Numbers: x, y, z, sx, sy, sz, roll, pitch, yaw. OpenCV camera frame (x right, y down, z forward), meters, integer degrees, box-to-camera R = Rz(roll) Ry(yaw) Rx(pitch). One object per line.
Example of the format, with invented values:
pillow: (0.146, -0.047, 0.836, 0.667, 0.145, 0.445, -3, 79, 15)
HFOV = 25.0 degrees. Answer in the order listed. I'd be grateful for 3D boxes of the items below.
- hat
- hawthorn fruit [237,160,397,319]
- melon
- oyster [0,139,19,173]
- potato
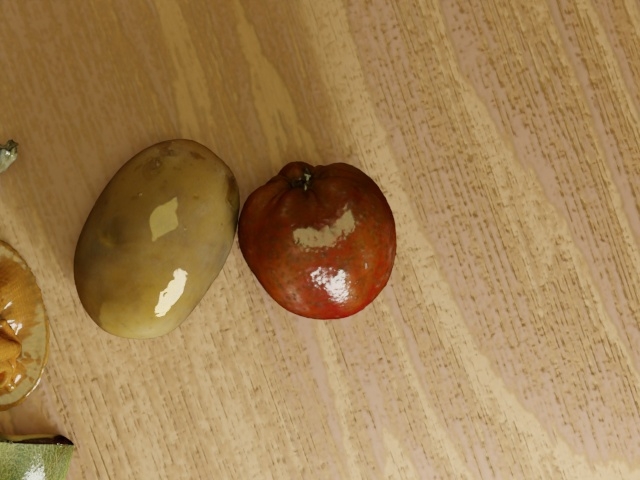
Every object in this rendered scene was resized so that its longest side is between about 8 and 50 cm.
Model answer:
hat: (-0.404, 0.098, 1.503, 0.233, 0.233, 0.244, -32, 96, -8)
hawthorn fruit: (0.000, 0.000, 1.617, 0.189, 0.189, 0.189, 0, 92, -11)
melon: (-0.354, 0.267, 1.596, 0.160, 0.079, 0.128, 2, 90, -12)
oyster: (-0.419, -0.051, 1.547, 0.209, 0.133, 0.072, -30, 114, -35)
potato: (-0.184, -0.002, 1.600, 0.150, 0.146, 0.234, 25, 87, 19)
